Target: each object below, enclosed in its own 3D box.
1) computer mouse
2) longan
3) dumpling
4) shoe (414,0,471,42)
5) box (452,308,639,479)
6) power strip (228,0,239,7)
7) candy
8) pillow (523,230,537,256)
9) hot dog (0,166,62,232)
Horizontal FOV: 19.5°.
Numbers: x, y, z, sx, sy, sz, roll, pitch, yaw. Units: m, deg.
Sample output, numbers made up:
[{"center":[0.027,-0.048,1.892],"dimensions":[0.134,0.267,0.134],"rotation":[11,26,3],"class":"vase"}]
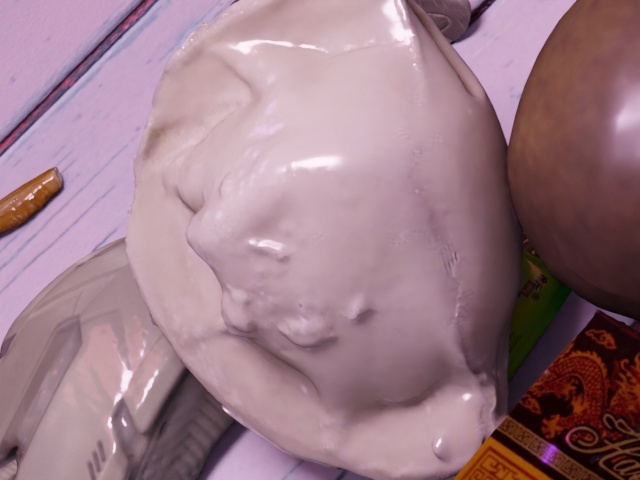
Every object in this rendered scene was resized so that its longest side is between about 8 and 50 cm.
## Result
[{"center":[-0.190,0.132,1.590],"dimensions":[0.228,0.145,0.429],"rotation":[22,71,42],"class":"computer mouse"},{"center":[0.277,-0.072,1.309],"dimensions":[0.297,0.297,0.297],"rotation":[-20,47,22],"class":"longan"},{"center":[0.000,0.000,1.408],"dimensions":[0.315,0.395,0.233],"rotation":[-16,6,28],"class":"dumpling"},{"center":[0.080,-0.237,1.753],"dimensions":[0.169,0.071,0.099],"rotation":[4,56,42],"class":"shoe"},{"center":[0.165,0.269,1.236],"dimensions":[0.415,0.116,0.264],"rotation":[-49,42,-8],"class":"box"},{"center":[-0.057,-0.216,1.866],"dimensions":[0.083,0.035,0.055],"rotation":[29,75,32],"class":"power strip"},{"center":[0.123,0.075,1.467],"dimensions":[0.102,0.032,0.178],"rotation":[32,79,21],"class":"candy"},{"center":[0.109,0.021,1.541],"dimensions":[0.211,0.034,0.135],"rotation":[-50,45,-11],"class":"pillow"},{"center":[-0.318,-0.027,1.896],"dimensions":[0.137,0.028,0.044],"rotation":[-33,17,6],"class":"hot dog"}]
